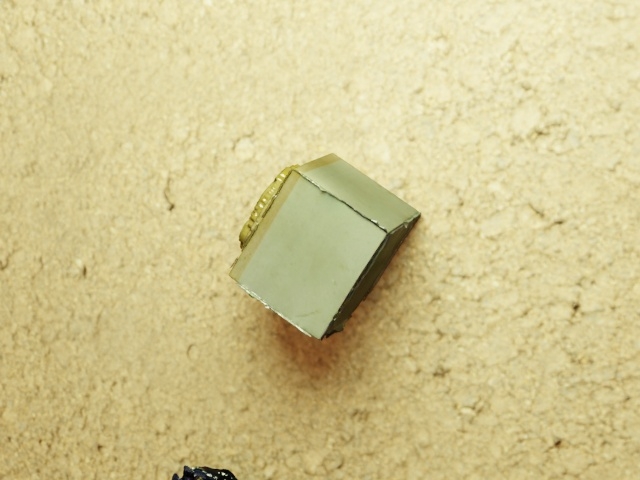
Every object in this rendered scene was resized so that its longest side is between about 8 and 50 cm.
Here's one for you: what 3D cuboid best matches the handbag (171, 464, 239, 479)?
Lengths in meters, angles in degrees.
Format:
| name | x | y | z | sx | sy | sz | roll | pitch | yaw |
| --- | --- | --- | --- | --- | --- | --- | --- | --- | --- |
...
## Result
| name | x | y | z | sx | sy | sz | roll | pitch | yaw |
| --- | --- | --- | --- | --- | --- | --- | --- | --- | --- |
| handbag | -0.123 | 0.381 | 1.559 | 0.229 | 0.127 | 0.208 | 45 | 96 | -3 |

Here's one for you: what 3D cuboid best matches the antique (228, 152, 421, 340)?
| name | x | y | z | sx | sy | sz | roll | pitch | yaw |
| --- | --- | --- | --- | --- | --- | --- | --- | --- | --- |
| antique | 0.000 | 0.000 | 1.433 | 0.148 | 0.152 | 0.146 | 36 | 108 | 9 |
